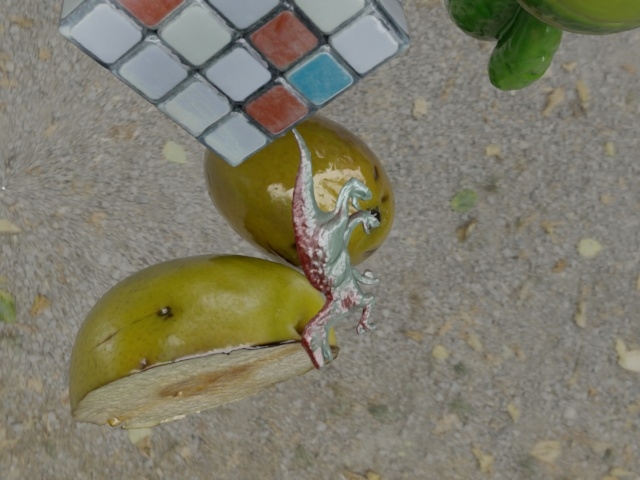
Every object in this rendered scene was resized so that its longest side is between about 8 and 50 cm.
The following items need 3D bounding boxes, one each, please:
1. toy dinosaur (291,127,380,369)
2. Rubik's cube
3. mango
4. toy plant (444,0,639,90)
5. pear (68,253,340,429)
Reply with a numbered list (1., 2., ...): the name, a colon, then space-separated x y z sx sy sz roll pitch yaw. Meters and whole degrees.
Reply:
1. toy dinosaur: 0.000 0.000 0.949 0.167 0.053 0.242 -40 115 -23
2. Rubik's cube: -0.087 -0.282 0.905 0.253 0.256 0.259 -32 132 25
3. mango: -0.050 -0.083 1.343 0.301 0.445 0.220 28 89 -21
4. toy plant: 0.199 -0.252 0.760 0.184 0.316 0.224 -3 95 -9
5. pear: -0.179 0.121 1.217 0.386 0.340 0.191 -24 69 20
